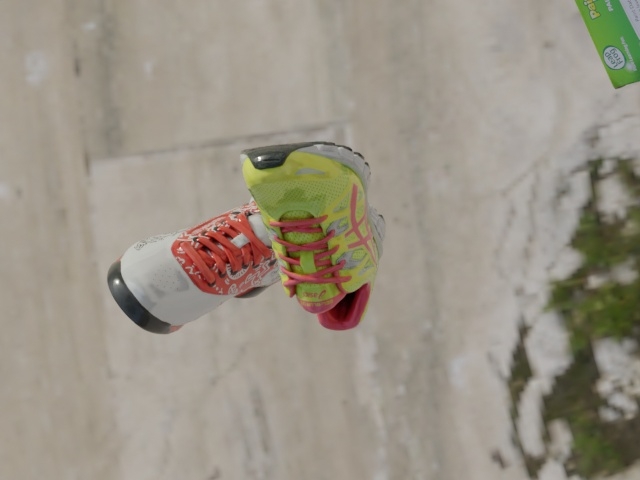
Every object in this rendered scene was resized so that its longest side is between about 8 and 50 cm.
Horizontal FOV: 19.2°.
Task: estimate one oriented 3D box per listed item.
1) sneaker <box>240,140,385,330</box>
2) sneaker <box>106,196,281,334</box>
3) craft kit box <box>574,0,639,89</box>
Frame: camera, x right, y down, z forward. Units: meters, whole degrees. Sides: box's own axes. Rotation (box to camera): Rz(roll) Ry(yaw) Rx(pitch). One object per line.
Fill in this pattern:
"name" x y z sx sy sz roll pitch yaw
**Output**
"sneaker" 0.000 0.000 1.322 0.081 0.208 0.094 -3 65 20
"sneaker" -0.078 0.000 1.730 0.145 0.270 0.090 -39 79 25
"craft kit box" 0.299 -0.264 1.566 0.246 0.061 0.250 -10 112 45
